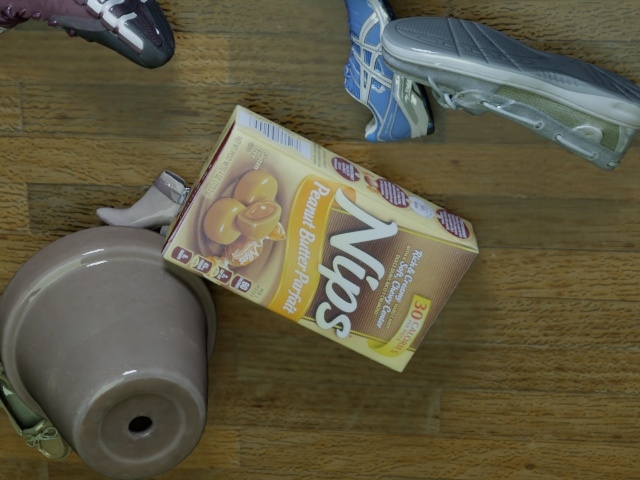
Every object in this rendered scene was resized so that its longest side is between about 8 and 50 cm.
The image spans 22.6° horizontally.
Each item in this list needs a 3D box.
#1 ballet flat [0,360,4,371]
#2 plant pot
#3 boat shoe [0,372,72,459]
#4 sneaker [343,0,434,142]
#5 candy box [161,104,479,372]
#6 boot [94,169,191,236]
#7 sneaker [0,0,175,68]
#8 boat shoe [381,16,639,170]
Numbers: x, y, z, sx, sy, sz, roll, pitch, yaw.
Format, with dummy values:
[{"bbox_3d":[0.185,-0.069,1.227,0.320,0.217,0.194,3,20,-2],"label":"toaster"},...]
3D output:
[{"bbox_3d":[-0.499,0.091,1.943,0.316,0.106,0.107,11,112,3],"label":"ballet flat"},{"bbox_3d":[-0.229,0.149,1.824,0.263,0.229,0.263,-8,122,-13],"label":"plant pot"},{"bbox_3d":[-0.366,0.217,2.006,0.056,0.048,0.153,-24,106,15],"label":"boat shoe"},{"bbox_3d":[0.058,-0.202,1.782,0.081,0.080,0.211,-19,106,10],"label":"sneaker"},{"bbox_3d":[0.000,0.000,1.844,0.316,0.087,0.183,27,112,-11],"label":"candy box"},{"bbox_3d":[-0.198,-0.043,1.896,0.118,0.042,0.087,23,106,-5],"label":"boot"},{"bbox_3d":[-0.304,-0.260,1.802,0.281,0.106,0.162,44,115,0],"label":"sneaker"},{"bbox_3d":[0.207,-0.158,1.740,0.320,0.118,0.103,13,117,-21],"label":"boat shoe"}]
